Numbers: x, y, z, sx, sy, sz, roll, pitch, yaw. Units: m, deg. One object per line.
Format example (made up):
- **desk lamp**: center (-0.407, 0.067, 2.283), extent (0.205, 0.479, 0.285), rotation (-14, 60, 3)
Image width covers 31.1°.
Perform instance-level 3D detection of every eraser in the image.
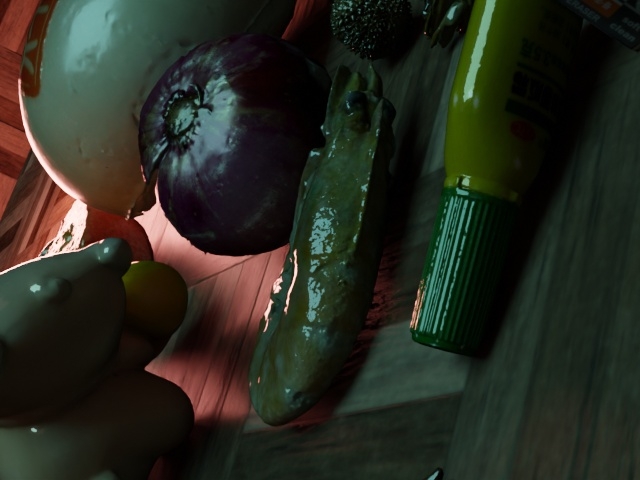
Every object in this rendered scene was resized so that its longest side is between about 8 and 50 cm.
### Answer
- **eraser**: center (0.164, -0.168, 0.702), extent (0.052, 0.122, 0.029), rotation (-44, 26, 40)

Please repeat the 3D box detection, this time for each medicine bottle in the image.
- **medicine bottle**: center (0.111, -0.055, 0.752), extent (0.064, 0.095, 0.260), rotation (12, 84, 39)

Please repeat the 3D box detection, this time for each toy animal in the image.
- **toy animal**: center (-0.220, 0.154, 1.128), extent (0.247, 0.277, 0.345), rotation (61, 153, 13)

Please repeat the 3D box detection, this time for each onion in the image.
- **onion**: center (-0.063, -0.098, 1.078), extent (0.200, 0.200, 0.207), rotation (-46, 19, 39)

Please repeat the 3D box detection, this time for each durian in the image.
- **durian**: center (0.047, -0.211, 1.068), extent (0.091, 0.080, 0.080), rotation (96, -177, -56)

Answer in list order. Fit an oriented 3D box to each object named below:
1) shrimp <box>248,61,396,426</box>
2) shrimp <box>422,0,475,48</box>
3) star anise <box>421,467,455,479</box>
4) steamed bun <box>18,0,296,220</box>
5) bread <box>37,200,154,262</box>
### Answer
- **shrimp**: center (0.000, 0.000, 0.958), extent (0.168, 0.077, 0.317), rotation (-25, 47, 62)
- **shrimp**: center (0.159, -0.235, 0.910), extent (0.236, 0.053, 0.133), rotation (-48, 47, 28)
- **star anise**: center (-0.018, 0.242, 0.656), extent (0.237, 0.148, 0.346), rotation (-51, 10, -30)
- **steamed bun**: center (-0.205, -0.220, 1.327), extent (0.374, 0.241, 0.374), rotation (-52, 6, 7)
- **bread**: center (-0.298, 0.044, 1.518), extent (0.244, 0.123, 0.190), rotation (-5, 60, 64)
